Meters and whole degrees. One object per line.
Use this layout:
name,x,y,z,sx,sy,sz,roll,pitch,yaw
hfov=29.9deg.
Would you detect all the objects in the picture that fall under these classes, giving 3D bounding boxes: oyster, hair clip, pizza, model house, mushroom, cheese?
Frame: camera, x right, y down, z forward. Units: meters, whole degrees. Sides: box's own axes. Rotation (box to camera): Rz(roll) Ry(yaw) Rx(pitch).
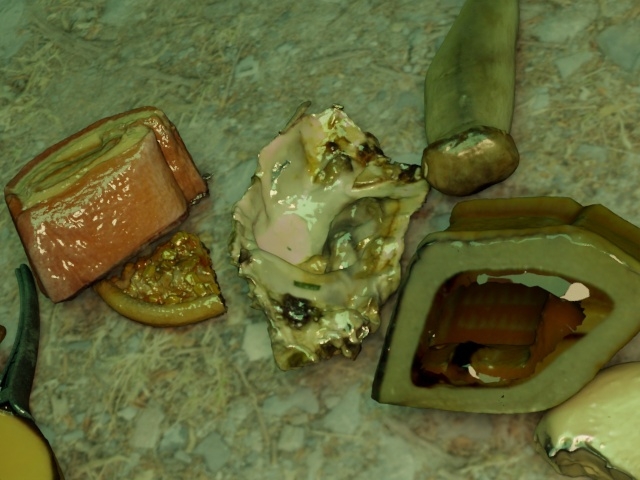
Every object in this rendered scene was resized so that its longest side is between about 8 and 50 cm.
oyster,-0.003,0.001,1.285,0.201,0.107,0.354,15,47,8
hair clip,-0.342,0.116,1.369,0.070,0.039,0.229,-16,46,17
pizza,-0.169,0.040,1.348,0.178,0.041,0.131,19,62,32
model house,0.203,0.045,1.129,0.268,0.173,0.239,1,15,22
mushroom,0.171,-0.183,1.354,0.107,0.087,0.333,-4,50,14
cheese,0.321,0.151,1.046,0.249,0.071,0.163,-34,51,-5

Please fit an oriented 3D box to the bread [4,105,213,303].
bread,-0.250,-0.054,1.389,0.244,0.123,0.190,-34,29,-14

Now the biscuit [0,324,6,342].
biscuit,-0.440,0.153,1.359,0.215,0.034,0.182,-30,48,14

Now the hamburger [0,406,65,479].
hamburger,-0.348,0.286,1.158,0.237,0.149,0.237,0,41,0
